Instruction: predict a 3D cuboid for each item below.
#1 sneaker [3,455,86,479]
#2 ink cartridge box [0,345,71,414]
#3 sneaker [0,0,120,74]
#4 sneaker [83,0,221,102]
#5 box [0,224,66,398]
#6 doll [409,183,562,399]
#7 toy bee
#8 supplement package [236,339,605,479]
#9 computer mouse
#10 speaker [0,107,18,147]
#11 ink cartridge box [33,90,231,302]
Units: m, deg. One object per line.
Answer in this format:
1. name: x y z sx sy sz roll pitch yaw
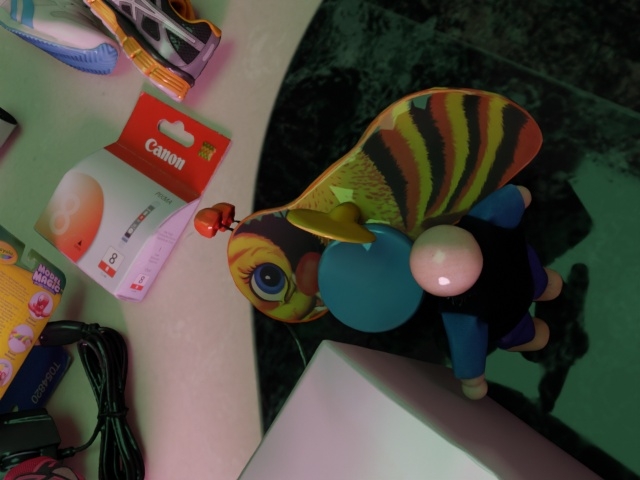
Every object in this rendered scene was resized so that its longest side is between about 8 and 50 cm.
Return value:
1. sneaker: -0.276 0.308 0.598 0.112 0.121 0.299 44 97 15
2. ink cartridge box: -0.387 0.145 0.758 0.224 0.045 0.223 35 94 31
3. sneaker: -0.296 -0.255 0.799 0.228 0.087 0.092 33 91 30
4. sneaker: -0.175 -0.233 0.733 0.083 0.084 0.215 -43 69 8
5. box: -0.308 0.080 0.638 0.043 0.105 0.179 10 62 34
6. doll: 0.103 0.031 0.434 0.046 0.189 0.129 12 82 31
7. toy bee: 0.000 0.000 0.491 0.162 0.195 0.298 37 85 3
8. supplement package: 0.047 0.227 0.403 0.199 0.198 0.263 35 95 32
9. computer mouse: -0.292 0.170 0.666 0.262 0.060 0.184 -14 71 15
10. speaker: -0.411 -0.098 0.835 0.055 0.055 0.136 42 98 31
11. ink cartridge box: -0.186 -0.051 0.705 0.145 0.045 0.179 31 95 31
